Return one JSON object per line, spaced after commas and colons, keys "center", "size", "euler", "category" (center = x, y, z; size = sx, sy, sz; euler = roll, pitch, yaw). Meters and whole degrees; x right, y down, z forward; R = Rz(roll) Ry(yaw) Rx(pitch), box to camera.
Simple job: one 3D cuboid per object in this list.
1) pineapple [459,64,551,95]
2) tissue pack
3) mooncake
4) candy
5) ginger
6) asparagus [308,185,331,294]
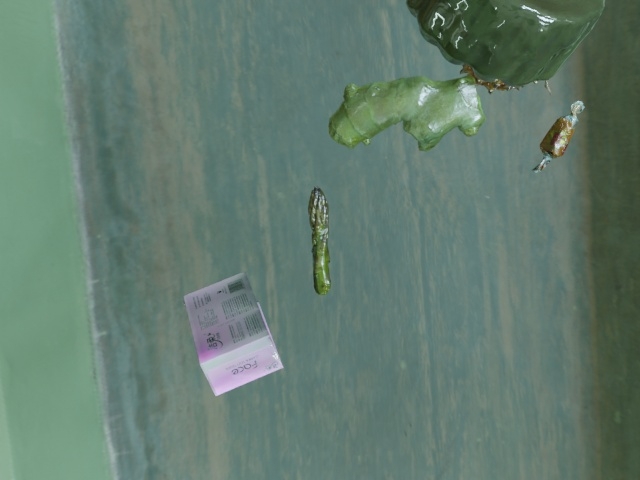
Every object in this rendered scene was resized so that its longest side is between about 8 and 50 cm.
{"center": [0.440, -0.444, 1.658], "size": [0.262, 0.272, 0.263], "euler": [4, 115, 7], "category": "pineapple"}
{"center": [-0.183, 0.182, 1.422], "size": [0.148, 0.246, 0.093], "euler": [-21, 123, -6], "category": "tissue pack"}
{"center": [0.341, -0.464, 1.337], "size": [0.356, 0.356, 0.194], "euler": [31, 140, 1], "category": "mooncake"}
{"center": [0.515, -0.218, 1.524], "size": [0.053, 0.046, 0.182], "euler": [7, 122, -35], "category": "candy"}
{"center": [0.159, -0.231, 1.294], "size": [0.289, 0.089, 0.137], "euler": [0, 126, -2], "category": "ginger"}
{"center": [-0.001, 0.000, 1.014], "size": [0.030, 0.036, 0.165], "euler": [4, 112, 17], "category": "asparagus"}
